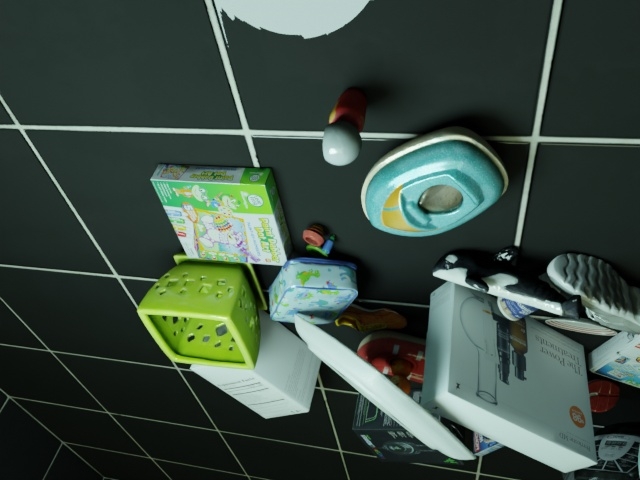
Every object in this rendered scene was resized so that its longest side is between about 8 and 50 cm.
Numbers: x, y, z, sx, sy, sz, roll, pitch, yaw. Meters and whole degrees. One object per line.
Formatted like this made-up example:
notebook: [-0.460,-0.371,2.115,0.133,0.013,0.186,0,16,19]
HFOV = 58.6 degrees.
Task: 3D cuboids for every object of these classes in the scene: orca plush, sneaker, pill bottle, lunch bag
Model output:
orca plush: [0.362,0.060,1.100,0.151,0.102,0.287,14,-177,-43]
sneaker: [0.619,0.363,1.417,0.222,0.086,0.128,7,-173,-21]
pill bottle: [0.430,0.114,1.175,0.067,0.067,0.120,29,139,-15]
sneaker: [0.121,0.198,1.381,0.175,0.067,0.064,5,138,11]
lunch bag: [-0.017,0.117,1.282,0.176,0.090,0.219,5,151,-15]
sneaker: [0.551,0.124,1.119,0.282,0.105,0.115,28,145,-10]

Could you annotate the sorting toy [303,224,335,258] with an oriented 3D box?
sorting toy: [0.000,0.000,1.216,0.061,0.042,0.102,19,156,21]

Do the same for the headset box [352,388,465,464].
headset box: [0.279,0.558,1.701,0.283,0.131,0.246,-9,135,27]

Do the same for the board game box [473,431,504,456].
board game box: [0.440,0.447,1.453,0.060,0.194,0.194,27,135,-14]

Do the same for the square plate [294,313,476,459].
square plate: [0.115,0.311,1.196,0.347,0.049,0.344,45,168,-28]

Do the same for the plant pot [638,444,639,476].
plant pot: [0.941,0.499,1.217,0.335,0.340,0.341,5,148,-30]

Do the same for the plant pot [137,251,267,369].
plant pot: [-0.255,0.154,1.345,0.229,0.207,0.227,4,139,15]

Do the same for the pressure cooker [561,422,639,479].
pressure cooker: [0.815,0.687,1.468,0.370,0.421,0.375,37,133,23]

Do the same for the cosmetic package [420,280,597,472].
cosmetic package: [0.401,0.283,1.215,0.378,0.284,0.097,27,140,-14]

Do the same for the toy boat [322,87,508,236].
toy boat: [0.132,-0.111,0.948,0.318,0.148,0.268,36,137,-23]

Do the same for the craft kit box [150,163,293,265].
craft kit box: [-0.199,-0.050,1.209,0.247,0.060,0.249,2,139,13]

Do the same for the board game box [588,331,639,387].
board game box: [0.787,0.277,1.257,0.306,0.053,0.193,19,142,-4]

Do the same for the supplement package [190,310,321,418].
supplement package: [-0.167,0.329,1.545,0.175,0.177,0.293,-21,128,37]

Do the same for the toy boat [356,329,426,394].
toy boat: [0.200,0.327,1.438,0.231,0.151,0.150,13,140,3]

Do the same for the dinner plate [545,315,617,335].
dinner plate: [0.555,0.180,1.217,0.141,0.017,0.141,14,169,3]
